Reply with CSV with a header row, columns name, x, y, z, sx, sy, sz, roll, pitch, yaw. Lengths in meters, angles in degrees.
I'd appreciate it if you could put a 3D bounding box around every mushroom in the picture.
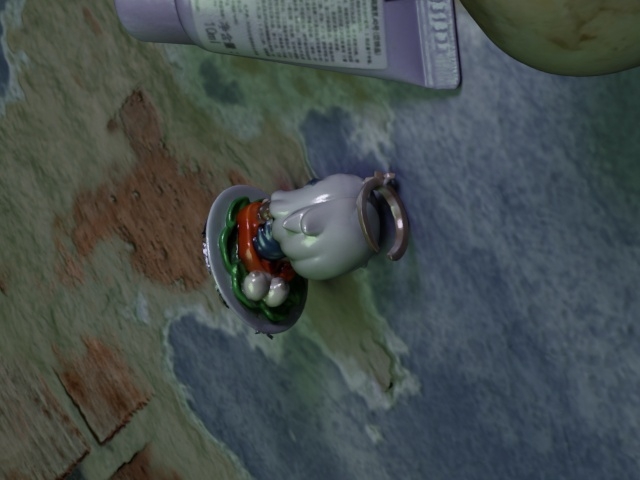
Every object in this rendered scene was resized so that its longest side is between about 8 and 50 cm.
name,x,y,z,sx,sy,sz,roll,pitch,yaw
mushroom,0.170,-0.201,0.996,0.206,0.209,0.206,5,119,10

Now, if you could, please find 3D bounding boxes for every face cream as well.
name,x,y,z,sx,sy,sz,roll,pitch,yaw
face cream,-0.025,-0.193,1.255,0.274,0.096,0.154,7,115,29

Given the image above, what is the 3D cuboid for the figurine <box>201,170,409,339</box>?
name,x,y,z,sx,sy,sz,roll,pitch,yaw
figurine,0.000,0.000,1.324,0.154,0.132,0.132,-19,99,35
